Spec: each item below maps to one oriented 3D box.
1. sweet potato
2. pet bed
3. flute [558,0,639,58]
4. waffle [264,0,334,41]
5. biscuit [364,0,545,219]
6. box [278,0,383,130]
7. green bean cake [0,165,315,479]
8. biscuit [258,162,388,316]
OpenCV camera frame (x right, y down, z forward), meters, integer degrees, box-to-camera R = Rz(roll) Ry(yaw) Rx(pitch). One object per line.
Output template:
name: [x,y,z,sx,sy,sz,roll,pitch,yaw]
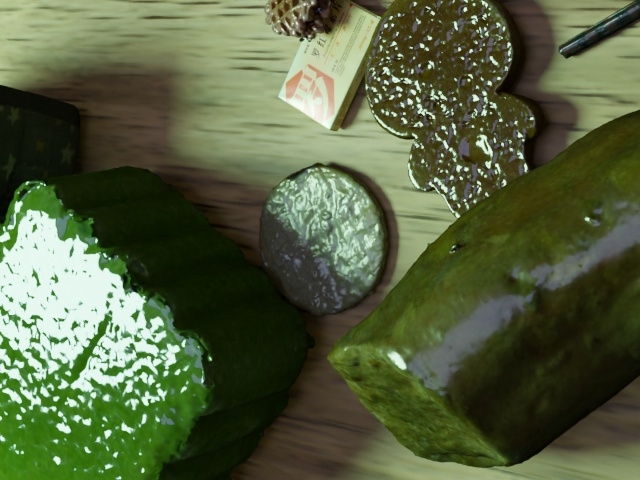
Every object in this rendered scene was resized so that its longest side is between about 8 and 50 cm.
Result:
sweet potato: [0.165,0.019,0.636,0.369,0.158,0.158,-40,72,17]
pet bed: [-0.329,-0.055,0.899,0.183,0.211,0.159,7,91,19]
flute: [0.262,-0.179,0.636,0.269,0.014,0.014,-29,78,31]
waffle: [-0.015,-0.189,0.796,0.083,0.029,0.075,42,114,53]
biscuit: [0.094,-0.098,0.742,0.124,0.026,0.175,-26,79,33]
box: [0.008,-0.137,0.802,0.058,0.015,0.093,36,110,29]
green bean cake: [-0.163,0.097,0.843,0.247,0.156,0.250,42,116,21]
biscuit: [0.000,0.000,0.816,0.120,0.015,0.120,2,95,32]
